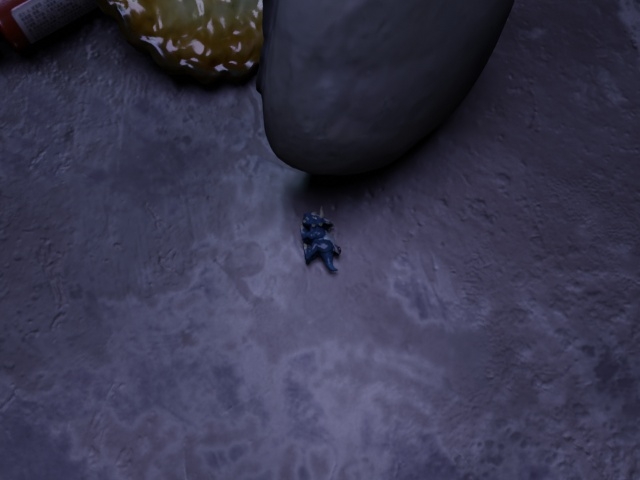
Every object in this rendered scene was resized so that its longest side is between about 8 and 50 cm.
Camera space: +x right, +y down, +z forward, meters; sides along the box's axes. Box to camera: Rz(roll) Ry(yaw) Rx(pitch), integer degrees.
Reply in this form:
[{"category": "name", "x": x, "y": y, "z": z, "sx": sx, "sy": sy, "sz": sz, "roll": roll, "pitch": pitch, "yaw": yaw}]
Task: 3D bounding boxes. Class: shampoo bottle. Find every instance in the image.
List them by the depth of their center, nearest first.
[{"category": "shampoo bottle", "x": -0.407, "y": -0.340, "z": 0.877, "sx": 0.278, "sy": 0.104, "sz": 0.104, "roll": -35, "pitch": 73, "yaw": -12}]

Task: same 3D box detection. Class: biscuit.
[{"category": "biscuit", "x": -0.172, "y": -0.392, "z": 0.864, "sx": 0.335, "sy": 0.078, "sz": 0.329, "roll": 31, "pitch": 77, "yaw": -17}]

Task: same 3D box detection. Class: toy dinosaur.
[{"category": "toy dinosaur", "x": 0.000, "y": 0.000, "z": 0.790, "sx": 0.047, "sy": 0.030, "sz": 0.083, "roll": -10, "pitch": 70, "yaw": -1}]

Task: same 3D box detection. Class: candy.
[{"category": "candy", "x": 0.101, "y": -0.265, "z": 0.696, "sx": 0.186, "sy": 0.427, "sz": 0.386, "roll": 34, "pitch": 59, "yaw": 21}]
